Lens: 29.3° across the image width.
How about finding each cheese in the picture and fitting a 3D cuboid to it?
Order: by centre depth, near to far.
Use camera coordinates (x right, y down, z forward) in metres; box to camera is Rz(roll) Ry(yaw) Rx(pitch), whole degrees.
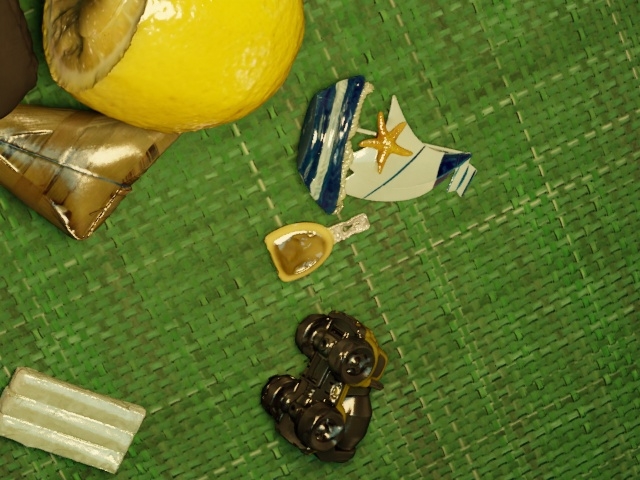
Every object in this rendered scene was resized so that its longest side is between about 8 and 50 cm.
[{"bbox_3d":[0.000,0.000,1.897,0.162,0.036,0.086,-23,104,-5],"label":"cheese"}]

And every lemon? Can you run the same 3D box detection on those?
[{"bbox_3d":[-0.180,-0.314,1.669,0.364,0.364,0.364,-2,100,-10],"label":"lemon"}]

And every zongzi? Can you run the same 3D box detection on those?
[{"bbox_3d":[-0.349,-0.174,1.760,0.260,0.123,0.289,40,91,-15],"label":"zongzi"}]

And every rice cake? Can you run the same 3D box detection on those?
[{"bbox_3d":[-0.389,0.274,1.873,0.211,0.038,0.124,26,94,-13],"label":"rice cake"}]

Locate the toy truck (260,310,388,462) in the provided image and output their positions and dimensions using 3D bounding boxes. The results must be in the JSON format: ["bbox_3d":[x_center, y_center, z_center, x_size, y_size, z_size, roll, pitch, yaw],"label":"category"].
[{"bbox_3d":[0.028,0.231,1.900,0.165,0.147,0.224,25,92,-37],"label":"toy truck"}]

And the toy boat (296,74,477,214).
[{"bbox_3d":[0.107,-0.131,1.897,0.291,0.067,0.220,11,98,-23],"label":"toy boat"}]

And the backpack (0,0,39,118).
[{"bbox_3d":[-0.605,-0.299,1.568,0.446,0.363,0.255,24,61,21],"label":"backpack"}]
